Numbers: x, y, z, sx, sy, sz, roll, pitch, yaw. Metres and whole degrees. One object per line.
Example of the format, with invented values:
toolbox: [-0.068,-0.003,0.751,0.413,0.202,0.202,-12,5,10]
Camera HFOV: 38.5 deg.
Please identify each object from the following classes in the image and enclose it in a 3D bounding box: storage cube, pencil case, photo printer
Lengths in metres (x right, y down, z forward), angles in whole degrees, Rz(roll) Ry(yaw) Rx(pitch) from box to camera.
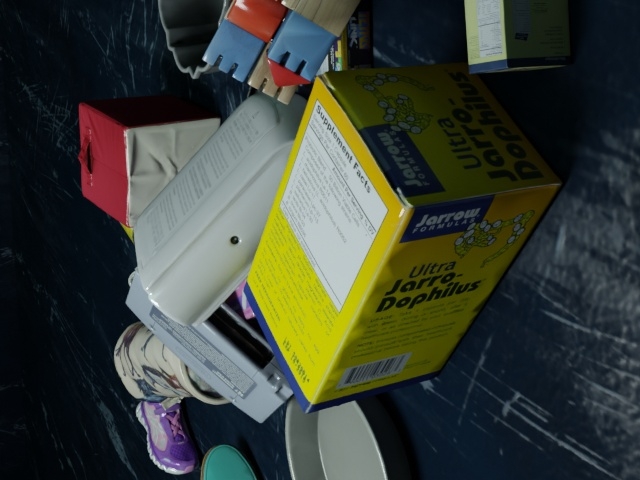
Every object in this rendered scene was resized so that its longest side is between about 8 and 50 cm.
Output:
storage cube: [-0.305,-0.146,1.638,0.193,0.215,0.184,28,122,48]
pencil case: [-0.244,0.221,1.686,0.183,0.160,0.410,53,152,-12]
photo printer: [-0.112,-0.062,1.216,0.307,0.107,0.256,-47,26,7]

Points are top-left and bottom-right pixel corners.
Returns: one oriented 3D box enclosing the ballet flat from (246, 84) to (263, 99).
ballet flat: [-0.108,-0.211,1.428,0.057,0.049,0.173,61,146,32]

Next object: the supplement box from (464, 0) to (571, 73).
supplement box: [0.187,-0.204,0.872,0.056,0.083,0.083,8,104,60]

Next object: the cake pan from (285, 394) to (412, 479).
cake pan: [0.039,0.328,1.323,0.293,0.054,0.293,26,120,55]

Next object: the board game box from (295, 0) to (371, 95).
board game box: [0.011,-0.274,1.203,0.141,0.048,0.170,23,118,59]

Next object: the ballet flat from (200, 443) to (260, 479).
ballet flat: [-0.124,0.535,1.645,0.342,0.116,0.124,58,163,29]

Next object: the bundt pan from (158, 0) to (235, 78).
bundt pan: [-0.138,-0.406,1.336,0.331,0.124,0.331,28,121,60]

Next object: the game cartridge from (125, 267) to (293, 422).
game cartridge: [-0.171,0.154,1.413,0.297,0.062,0.198,41,155,2]

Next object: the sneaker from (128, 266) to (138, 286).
sneaker: [-0.341,0.068,1.854,0.232,0.115,0.090,-5,94,61]

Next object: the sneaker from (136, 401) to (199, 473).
sneaker: [-0.324,0.392,1.955,0.236,0.095,0.105,51,132,43]

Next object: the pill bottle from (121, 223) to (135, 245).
pill bottle: [-0.343,-0.061,1.819,0.208,0.119,0.119,48,137,45]

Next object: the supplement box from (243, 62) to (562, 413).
supplement box: [0.071,0.003,1.027,0.194,0.195,0.356,60,146,31]

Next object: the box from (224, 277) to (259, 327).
box: [-0.123,0.014,1.452,0.213,0.117,0.243,-29,72,59]

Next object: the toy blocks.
toy blocks: [-0.024,-0.268,0.952,0.261,0.190,0.381,-59,13,17]
